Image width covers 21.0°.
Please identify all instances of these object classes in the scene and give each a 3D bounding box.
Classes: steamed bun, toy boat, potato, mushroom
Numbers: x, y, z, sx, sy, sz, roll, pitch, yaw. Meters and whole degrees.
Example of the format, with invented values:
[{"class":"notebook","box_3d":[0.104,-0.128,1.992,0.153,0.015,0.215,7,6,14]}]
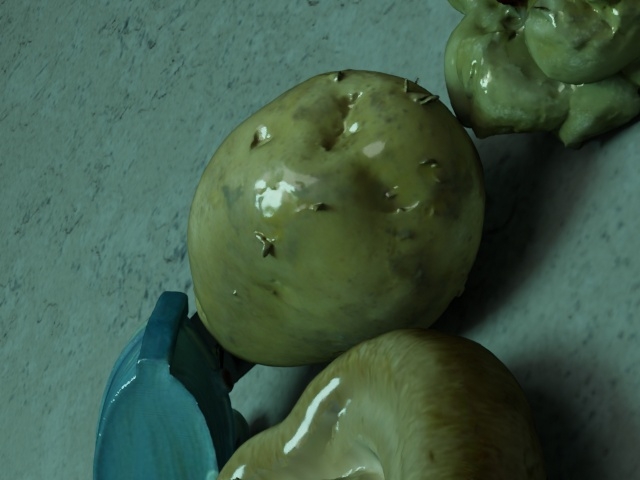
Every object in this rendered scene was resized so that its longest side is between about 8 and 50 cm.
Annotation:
[{"class":"steamed bun","box_3d":[0.122,-0.145,0.932,0.192,0.106,0.177,-36,42,45]},{"class":"toy boat","box_3d":[-0.093,0.138,1.083,0.102,0.088,0.215,-52,-36,-72]},{"class":"potato","box_3d":[-0.003,-0.004,0.982,0.235,0.161,0.128,-18,21,44]},{"class":"mushroom","box_3d":[0.008,0.176,0.873,0.278,0.146,0.278,-44,30,34]}]

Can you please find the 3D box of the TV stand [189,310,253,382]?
[{"class":"TV stand","box_3d":[-0.039,0.042,1.131,0.249,0.042,0.036,-43,36,35]}]
